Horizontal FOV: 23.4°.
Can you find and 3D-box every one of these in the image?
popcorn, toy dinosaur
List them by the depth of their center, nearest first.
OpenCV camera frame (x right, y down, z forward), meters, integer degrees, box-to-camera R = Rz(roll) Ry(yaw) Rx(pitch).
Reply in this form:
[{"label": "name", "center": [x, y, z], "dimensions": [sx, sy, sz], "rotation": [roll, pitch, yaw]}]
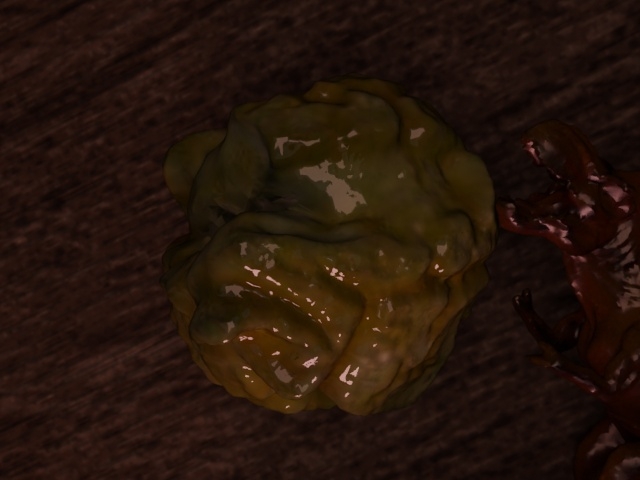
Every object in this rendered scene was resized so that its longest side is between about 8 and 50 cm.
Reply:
[{"label": "popcorn", "center": [-0.001, 0.000, 0.830], "dimensions": [0.167, 0.185, 0.187], "rotation": [23, 78, -29]}, {"label": "toy dinosaur", "center": [0.197, 0.130, 0.849], "dimensions": [0.208, 0.097, 0.432], "rotation": [-40, 108, 8]}]
